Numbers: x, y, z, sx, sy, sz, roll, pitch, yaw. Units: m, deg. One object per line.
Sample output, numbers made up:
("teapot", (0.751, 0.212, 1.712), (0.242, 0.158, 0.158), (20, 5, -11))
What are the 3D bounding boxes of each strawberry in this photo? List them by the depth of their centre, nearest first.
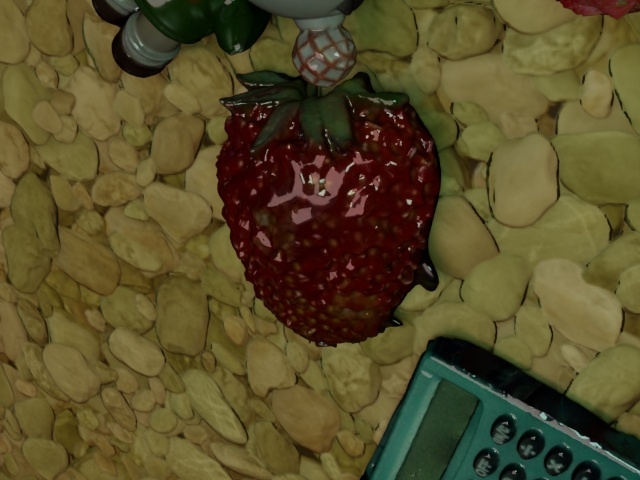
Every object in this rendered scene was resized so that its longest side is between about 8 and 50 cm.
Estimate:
("strawberry", (0.000, 0.000, 0.984), (0.233, 0.138, 0.306), (8, 117, 28))

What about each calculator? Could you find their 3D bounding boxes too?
("calculator", (0.184, 0.246, 1.046), (0.274, 0.058, 0.248), (30, 128, 15))

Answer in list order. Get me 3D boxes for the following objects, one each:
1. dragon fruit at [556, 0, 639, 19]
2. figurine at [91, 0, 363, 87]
("dragon fruit", (0.222, -0.210, 0.756), (0.153, 0.153, 0.111), (23, 167, 21))
("figurine", (-0.065, -0.253, 0.873), (0.370, 0.167, 0.281), (-21, 88, 44))
